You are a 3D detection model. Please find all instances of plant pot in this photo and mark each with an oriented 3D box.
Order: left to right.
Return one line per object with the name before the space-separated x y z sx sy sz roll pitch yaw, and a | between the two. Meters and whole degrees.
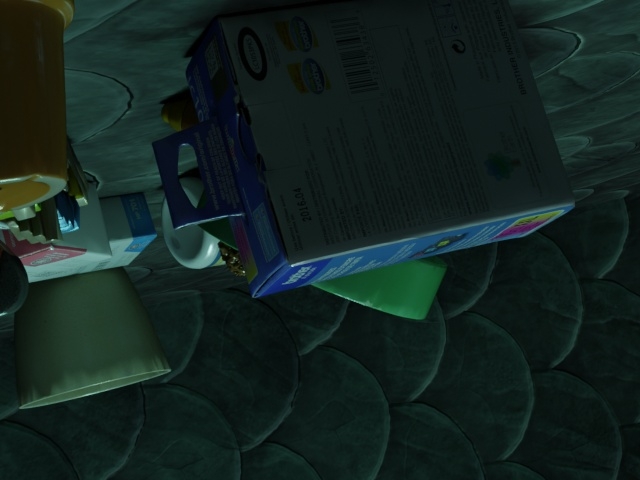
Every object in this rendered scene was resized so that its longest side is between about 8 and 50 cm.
plant pot | -0.277 -0.117 1.051 0.205 0.188 0.205 -14 173 -2
plant pot | -0.406 0.116 2.297 0.256 0.274 0.256 -15 173 -2

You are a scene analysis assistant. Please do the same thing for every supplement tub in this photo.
supplement tub | -0.133 -0.037 2.168 0.199 0.144 0.144 -9 171 -38

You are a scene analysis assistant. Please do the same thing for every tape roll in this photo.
tape roll | 0.000 0.000 1.738 0.321 0.077 0.321 22 -174 -2

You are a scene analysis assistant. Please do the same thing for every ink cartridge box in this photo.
ink cartridge box | -0.466 0.004 1.923 0.283 0.117 0.207 -16 173 13
ink cartridge box | -0.373 -0.003 2.158 0.190 0.082 0.139 -9 163 -32
ink cartridge box | 0.031 -0.106 1.443 0.395 0.270 0.151 -11 167 -23

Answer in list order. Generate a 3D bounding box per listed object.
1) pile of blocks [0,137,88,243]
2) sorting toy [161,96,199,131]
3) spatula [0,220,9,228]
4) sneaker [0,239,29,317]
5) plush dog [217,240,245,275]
pile of blocks | -0.354 -0.055 1.558 0.112 0.149 0.362 -13 173 4
sorting toy | -0.094 -0.141 1.748 0.126 0.127 0.365 14 -176 17
spatula | -0.456 -0.037 1.675 0.168 0.019 0.242 -6 164 34
sneaker | -0.476 -0.001 1.590 0.313 0.116 0.136 20 -178 0
plush dog | -0.027 -0.026 2.023 0.262 0.211 0.225 -26 177 -38
